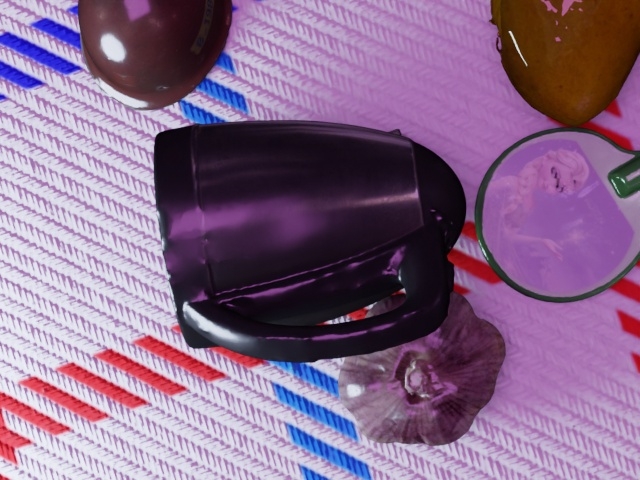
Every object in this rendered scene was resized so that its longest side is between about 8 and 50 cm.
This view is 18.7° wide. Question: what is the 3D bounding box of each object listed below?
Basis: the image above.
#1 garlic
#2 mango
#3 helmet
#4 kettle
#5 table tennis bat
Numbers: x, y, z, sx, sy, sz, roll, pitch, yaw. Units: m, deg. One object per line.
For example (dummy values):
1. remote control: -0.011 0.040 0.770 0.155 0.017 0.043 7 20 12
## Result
1. garlic: 0.092 0.118 1.787 0.159 0.102 0.147 -30 81 9
2. mango: 0.236 -0.238 1.757 0.167 0.130 0.262 18 98 7
3. helmet: -0.175 -0.213 1.856 0.155 0.106 0.175 23 97 12
4. kettle: -0.002 -0.016 1.751 0.271 0.251 0.207 -9 99 2
5. table tennis bat: 0.263 -0.045 1.791 0.257 0.039 0.160 -29 85 12
